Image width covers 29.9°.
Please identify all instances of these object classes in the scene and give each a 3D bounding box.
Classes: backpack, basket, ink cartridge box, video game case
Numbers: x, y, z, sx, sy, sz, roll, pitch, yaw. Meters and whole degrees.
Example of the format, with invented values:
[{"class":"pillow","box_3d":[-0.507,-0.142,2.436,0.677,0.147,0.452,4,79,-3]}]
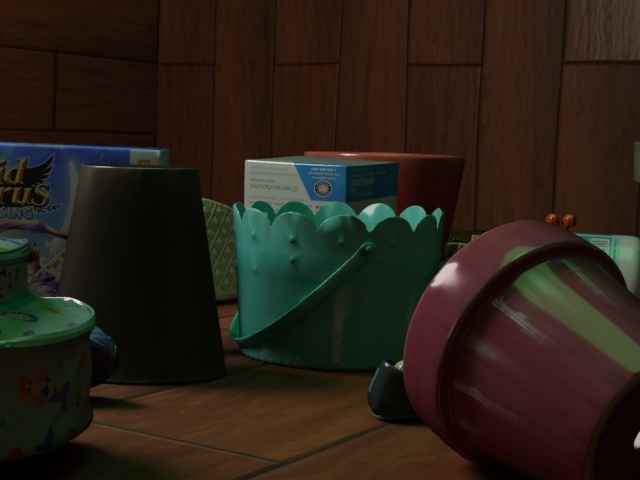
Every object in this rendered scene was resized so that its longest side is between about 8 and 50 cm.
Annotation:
[{"class":"backpack","box_3d":[-0.303,0.088,0.937,0.253,0.191,0.225,8,5,7]},{"class":"basket","box_3d":[-0.199,0.031,1.316,0.204,0.227,0.154,3,5,3]},{"class":"ink cartridge box","box_3d":[0.000,0.000,1.729,0.171,0.233,0.168,5,8,28]},{"class":"video game case","box_3d":[-0.321,0.005,1.450,0.269,0.244,0.061,2,5,2]}]

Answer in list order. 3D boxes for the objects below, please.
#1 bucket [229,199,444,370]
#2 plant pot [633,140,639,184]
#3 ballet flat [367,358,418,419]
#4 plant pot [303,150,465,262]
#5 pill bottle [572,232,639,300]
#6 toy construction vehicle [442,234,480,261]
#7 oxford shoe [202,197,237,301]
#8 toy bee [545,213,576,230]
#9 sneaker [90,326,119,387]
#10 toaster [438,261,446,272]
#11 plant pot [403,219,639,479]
[{"class":"bucket","box_3d":[0.019,0.048,1.472,0.281,0.183,0.281,2,4,0]},{"class":"plant pot","box_3d":[0.604,0.000,1.721,0.323,0.281,0.323,2,6,0]},{"class":"ballet flat","box_3d":[0.143,0.136,1.165,0.203,0.074,0.074,1,5,-18]},{"class":"plant pot","box_3d":[0.103,-0.029,2.043,0.274,0.243,0.275,2,6,0]},{"class":"pill bottle","box_3d":[0.317,0.059,1.688,0.264,0.146,0.146,4,5,14]},{"class":"toy construction vehicle","box_3d":[0.207,0.010,1.568,0.098,0.035,0.086,2,4,1]},{"class":"oxford shoe","box_3d":[-0.260,0.027,1.833,0.130,0.169,0.449,-20,-11,42]},{"class":"toy bee","box_3d":[0.377,0.038,1.884,0.195,0.162,0.298,2,5,-21]},{"class":"sneaker","box_3d":[-0.303,0.125,1.142,0.221,0.083,0.087,-4,19,-10]},{"class":"toaster","box_3d":[0.243,0.088,1.527,0.185,0.110,0.168,-1,7,-35]},{"class":"plant pot","box_3d":[0.193,0.107,0.924,0.201,0.201,0.180,-1,21,-33]}]
